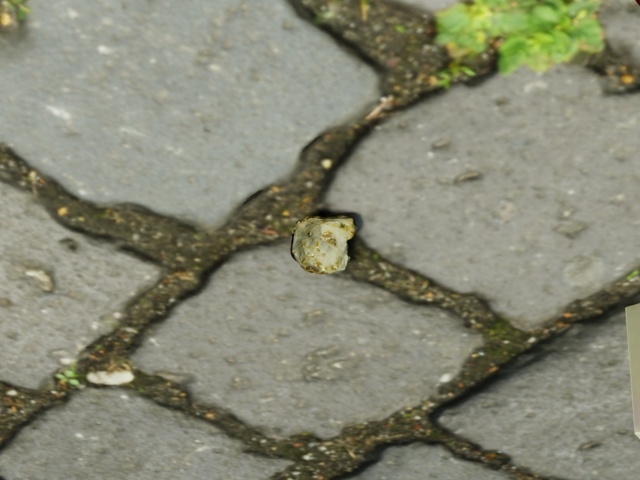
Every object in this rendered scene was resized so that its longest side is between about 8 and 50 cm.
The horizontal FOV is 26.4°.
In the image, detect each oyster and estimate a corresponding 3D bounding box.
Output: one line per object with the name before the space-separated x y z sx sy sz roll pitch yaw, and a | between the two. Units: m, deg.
oyster | 0.000 0.002 1.146 0.054 0.019 0.083 9 138 -5

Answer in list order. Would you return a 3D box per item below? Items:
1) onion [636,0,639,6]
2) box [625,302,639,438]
onion | 0.287 -0.149 0.865 0.205 0.098 0.151 7 139 -1
box | 0.327 0.102 1.132 0.129 0.130 0.051 -20 135 28
